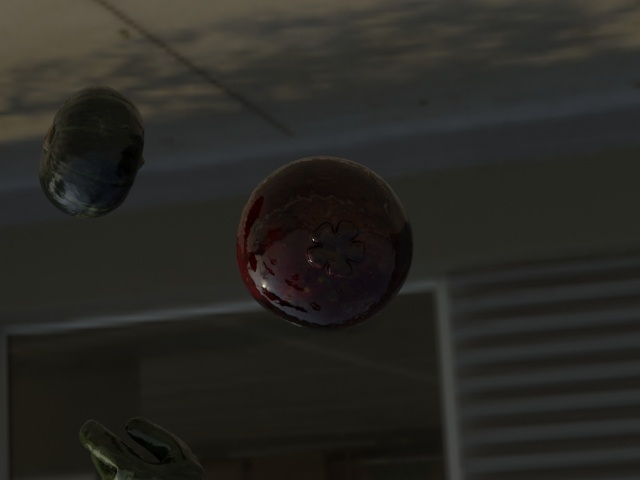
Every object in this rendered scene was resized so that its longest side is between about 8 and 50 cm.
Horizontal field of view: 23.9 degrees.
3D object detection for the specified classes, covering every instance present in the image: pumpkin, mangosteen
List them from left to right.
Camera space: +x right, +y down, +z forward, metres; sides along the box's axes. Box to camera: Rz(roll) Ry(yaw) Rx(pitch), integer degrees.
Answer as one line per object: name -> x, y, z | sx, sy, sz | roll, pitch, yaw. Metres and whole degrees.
pumpkin -> -0.281, -0.109, 1.872 | 0.125, 0.167, 0.167 | 25, 164, -6
mangosteen -> 0.000, 0.000, 1.848 | 0.215, 0.215, 0.257 | -1, -173, -9

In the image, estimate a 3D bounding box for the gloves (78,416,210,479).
gloves -> -0.190, 0.304, 1.804 | 0.268, 0.135, 0.107 | 35, -172, 21
